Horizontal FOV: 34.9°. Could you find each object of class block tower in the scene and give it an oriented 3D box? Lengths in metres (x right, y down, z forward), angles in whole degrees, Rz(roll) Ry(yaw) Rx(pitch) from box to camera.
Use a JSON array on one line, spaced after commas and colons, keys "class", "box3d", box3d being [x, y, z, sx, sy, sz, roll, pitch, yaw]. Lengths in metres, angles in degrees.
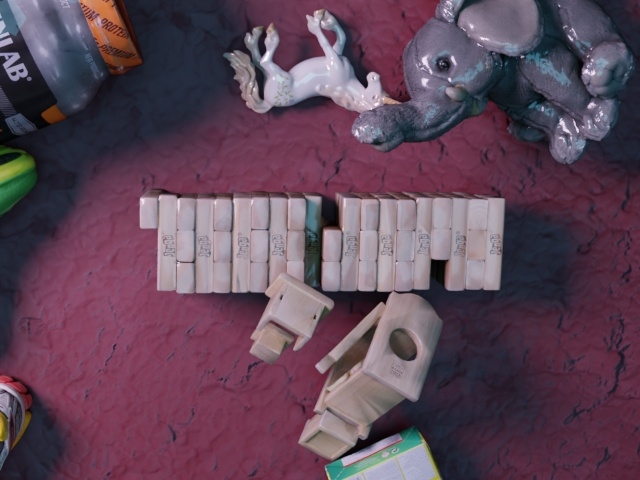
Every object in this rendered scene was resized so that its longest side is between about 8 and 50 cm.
[{"class": "block tower", "box3d": [0.000, 0.000, 0.978, 0.336, 0.091, 0.097, 1, 96, -5]}]

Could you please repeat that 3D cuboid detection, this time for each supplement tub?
[{"class": "supplement tub", "box3d": [-0.327, -0.167, 0.874, 0.316, 0.193, 0.193, -22, 99, -2]}]

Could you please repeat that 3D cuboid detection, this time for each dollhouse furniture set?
[{"class": "dollhouse furniture set", "box3d": [-0.002, 0.106, 0.982, 0.161, 0.182, 0.101, 31, 52, -8]}]

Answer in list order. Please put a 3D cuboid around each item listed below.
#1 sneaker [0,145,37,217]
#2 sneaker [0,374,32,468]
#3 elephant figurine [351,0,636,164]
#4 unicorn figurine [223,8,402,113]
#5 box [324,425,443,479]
[{"class": "sneaker", "box3d": [-0.368, 0.029, 0.953, 0.295, 0.109, 0.123, -46, 124, -2]}, {"class": "sneaker", "box3d": [-0.362, 0.232, 0.970, 0.088, 0.093, 0.225, 30, 94, -8]}, {"class": "elephant figurine", "box3d": [0.150, -0.170, 0.930, 0.239, 0.186, 0.169, 11, 118, -15]}, {"class": "unicorn figurine", "box3d": [-0.002, -0.163, 0.979, 0.162, 0.060, 0.111, -13, 102, 12]}, {"class": "box", "box3d": [0.086, 0.286, 1.034, 0.105, 0.043, 0.179, -23, 109, -3]}]
